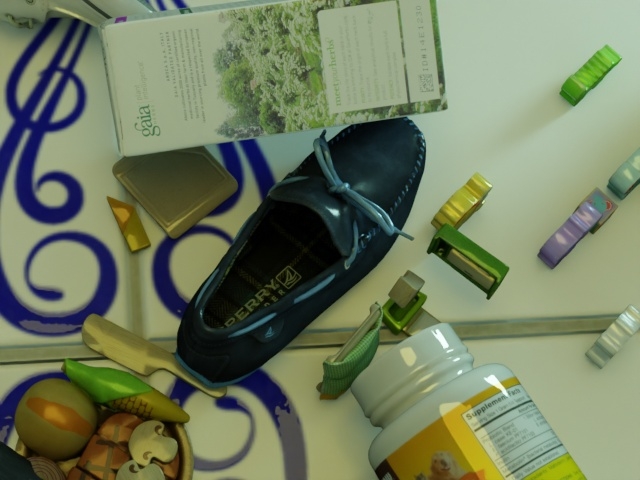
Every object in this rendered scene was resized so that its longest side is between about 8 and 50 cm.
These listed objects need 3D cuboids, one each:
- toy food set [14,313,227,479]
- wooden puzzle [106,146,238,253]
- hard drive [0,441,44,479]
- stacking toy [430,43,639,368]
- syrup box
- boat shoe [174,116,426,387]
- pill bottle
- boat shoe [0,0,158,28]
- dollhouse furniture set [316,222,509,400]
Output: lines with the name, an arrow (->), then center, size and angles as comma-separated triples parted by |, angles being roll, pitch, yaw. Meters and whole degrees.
toy food set -> -0.153, 0.149, 1.085 | 0.132, 0.038, 0.192 | 25, 68, 3
wooden puzzle -> -0.109, -0.045, 1.181 | 0.116, 0.014, 0.078 | -32, 80, -17
hard drive -> -0.149, 0.203, 0.892 | 0.237, 0.339, 0.064 | 34, 86, -2
stacking toy -> 0.214, -0.032, 1.192 | 0.167, 0.052, 0.221 | 42, 69, 10
syrup box -> -0.035, -0.126, 1.135 | 0.236, 0.096, 0.093 | -8, 102, -4
boat shoe -> 0.000, 0.000, 1.132 | 0.109, 0.089, 0.258 | 31, 65, 8
pill bottle -> 0.112, 0.166, 1.067 | 0.117, 0.117, 0.215 | -29, 74, -16
boat shoe -> -0.225, -0.198, 1.203 | 0.226, 0.083, 0.076 | 33, 96, 6
dollhouse furniture set -> 0.064, 0.063, 1.124 | 0.058, 0.076, 0.152 | 38, 69, 9
